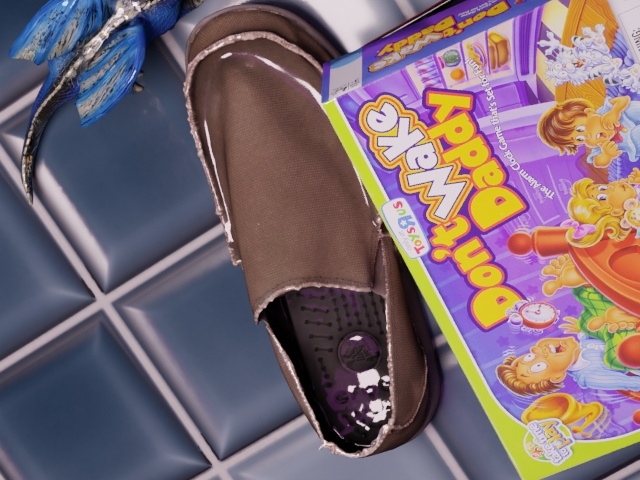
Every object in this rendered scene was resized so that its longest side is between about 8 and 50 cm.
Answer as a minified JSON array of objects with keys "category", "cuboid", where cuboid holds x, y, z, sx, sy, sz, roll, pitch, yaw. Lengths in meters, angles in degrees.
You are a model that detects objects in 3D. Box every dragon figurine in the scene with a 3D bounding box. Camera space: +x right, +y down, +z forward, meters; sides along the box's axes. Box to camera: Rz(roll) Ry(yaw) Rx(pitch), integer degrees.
[{"category":"dragon figurine","cuboid":[-0.164,-0.141,1.217,0.085,0.144,0.289,44,107,-5]}]

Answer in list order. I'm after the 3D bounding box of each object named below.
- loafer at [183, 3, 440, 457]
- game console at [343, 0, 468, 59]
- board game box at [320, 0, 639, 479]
[{"category":"loafer","cuboid":[0.000,0.000,1.239,0.133,0.130,0.366,-21,101,13]},{"category":"game console","cuboid":[0.109,-0.113,1.214,0.144,0.085,0.124,-28,92,15]},{"category":"board game box","cuboid":[0.180,-0.015,1.196,0.233,0.078,0.347,-24,114,13]}]
